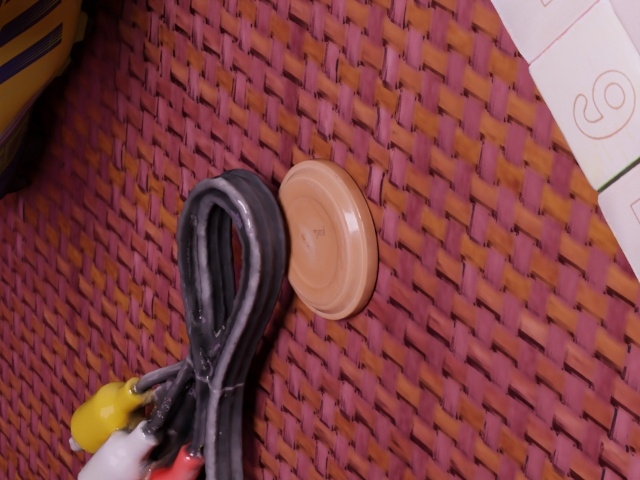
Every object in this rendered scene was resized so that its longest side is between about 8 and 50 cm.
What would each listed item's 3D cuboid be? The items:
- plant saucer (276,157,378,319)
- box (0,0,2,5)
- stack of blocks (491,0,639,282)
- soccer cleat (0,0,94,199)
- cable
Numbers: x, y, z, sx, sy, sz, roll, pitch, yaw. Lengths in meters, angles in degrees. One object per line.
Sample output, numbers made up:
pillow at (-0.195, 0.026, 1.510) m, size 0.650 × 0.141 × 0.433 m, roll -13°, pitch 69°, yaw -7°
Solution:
plant saucer at (0.000, 0.000, 0.963) m, size 0.083 × 0.013 × 0.083 m, roll 24°, pitch 120°, yaw 50°
box at (-0.262, -0.267, 0.962) m, size 0.395 × 0.212 × 0.293 m, roll -63°, pitch 31°, yaw 29°
stack of blocks at (0.116, -0.142, 0.571) m, size 0.087 × 0.171 × 0.297 m, roll -43°, pitch 70°, yaw 52°
soccer cleat at (-0.219, -0.117, 1.156) m, size 0.093 × 0.121 × 0.289 m, roll 57°, pitch 142°, yaw 29°
cable at (-0.076, 0.091, 1.046) m, size 0.139 × 0.072 × 0.287 m, roll 58°, pitch 147°, yaw 26°
